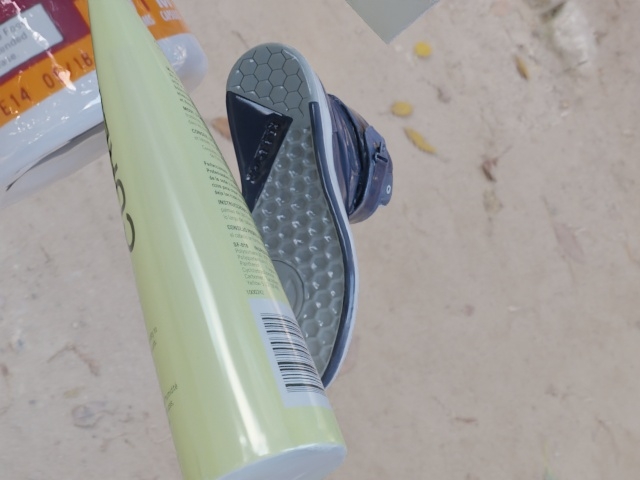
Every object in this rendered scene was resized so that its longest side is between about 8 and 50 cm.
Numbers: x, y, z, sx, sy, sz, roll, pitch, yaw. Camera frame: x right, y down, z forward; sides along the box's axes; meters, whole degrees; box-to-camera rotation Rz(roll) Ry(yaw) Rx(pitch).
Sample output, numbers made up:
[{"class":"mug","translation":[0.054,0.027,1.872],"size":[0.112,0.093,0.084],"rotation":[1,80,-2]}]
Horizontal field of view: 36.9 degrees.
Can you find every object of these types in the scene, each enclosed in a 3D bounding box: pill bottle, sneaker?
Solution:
[{"class":"pill bottle","translation":[-0.273,-0.232,0.683],"size":[0.224,0.224,0.392],"rotation":[-37,97,-41]},{"class":"sneaker","translation":[0.002,-0.001,0.652],"size":[0.163,0.086,0.226],"rotation":[31,55,-69]}]

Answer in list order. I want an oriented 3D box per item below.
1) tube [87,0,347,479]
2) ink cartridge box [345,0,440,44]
[{"class":"tube","translation":[-0.057,-0.010,0.402],"size":[0.062,0.070,0.240],"rotation":[1,57,-37]},{"class":"ink cartridge box","translation":[0.048,-0.162,0.405],"size":[0.090,0.143,0.092],"rotation":[45,58,-10]}]
